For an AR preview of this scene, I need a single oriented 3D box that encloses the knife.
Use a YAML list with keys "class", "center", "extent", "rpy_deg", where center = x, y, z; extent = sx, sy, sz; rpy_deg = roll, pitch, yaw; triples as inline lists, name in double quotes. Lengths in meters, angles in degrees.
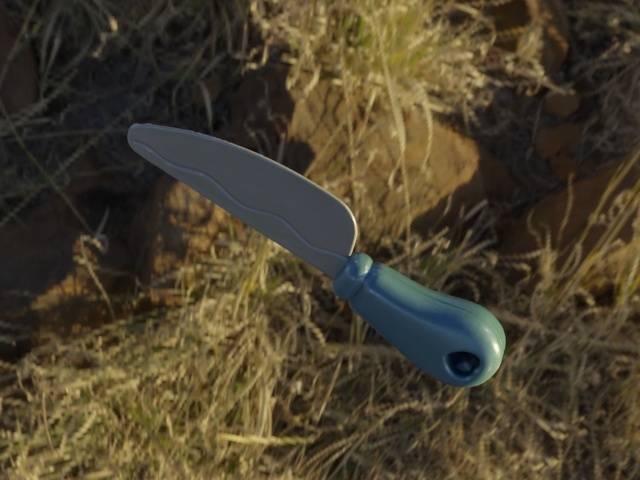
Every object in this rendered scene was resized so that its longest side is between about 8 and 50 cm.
- class: "knife"
  center: [0.001, -0.001, 0.668]
  extent: [0.244, 0.058, 0.032]
  rpy_deg: [37, 42, -6]
